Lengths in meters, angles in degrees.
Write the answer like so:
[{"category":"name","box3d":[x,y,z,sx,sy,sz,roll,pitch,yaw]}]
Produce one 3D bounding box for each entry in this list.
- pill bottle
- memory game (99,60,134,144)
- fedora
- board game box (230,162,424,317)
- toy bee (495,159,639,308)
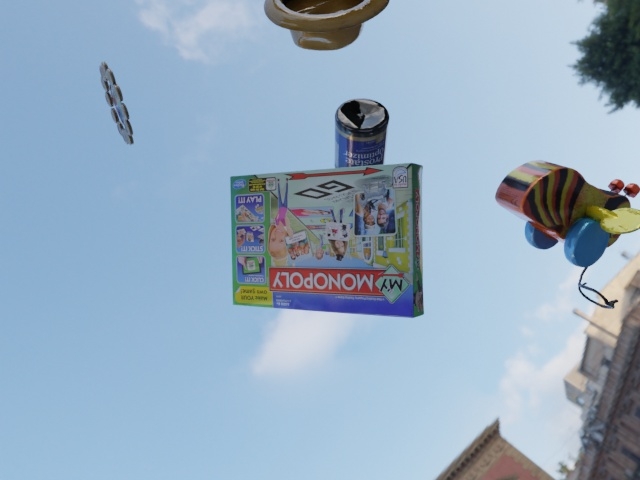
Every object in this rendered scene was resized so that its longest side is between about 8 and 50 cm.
[{"category":"pill bottle","box3d":[0.093,-0.211,1.303,0.122,0.123,0.219,-35,-32,-23]},{"category":"memory game","box3d":[-0.450,-0.299,1.224,0.012,0.186,0.186,-22,-49,-23]},{"category":"fedora","box3d":[0.010,-0.348,0.858,0.194,0.194,0.079,-35,-32,-22]},{"category":"board game box","box3d":[0.000,0.000,0.848,0.046,0.317,0.214,-1,-90,-60]},{"category":"toy bee","box3d":[0.378,-0.043,0.814,0.162,0.195,0.298,-54,-36,-1]}]
